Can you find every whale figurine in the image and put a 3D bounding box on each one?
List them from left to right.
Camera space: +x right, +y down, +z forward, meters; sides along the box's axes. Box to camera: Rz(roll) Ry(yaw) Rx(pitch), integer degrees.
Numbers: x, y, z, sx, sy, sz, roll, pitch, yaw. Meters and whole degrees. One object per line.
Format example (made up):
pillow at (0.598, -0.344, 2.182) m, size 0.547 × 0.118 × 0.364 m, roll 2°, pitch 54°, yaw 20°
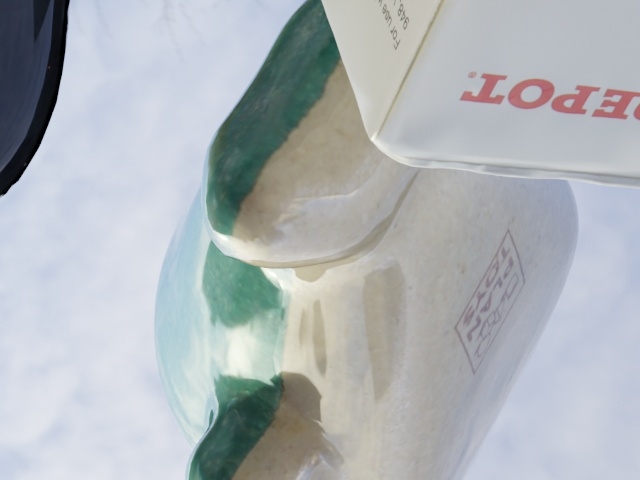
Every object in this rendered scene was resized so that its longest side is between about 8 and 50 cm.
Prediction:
whale figurine at (0.000, 0.000, 0.537) m, size 0.141 × 0.272 × 0.216 m, roll 25°, pitch -106°, yaw 20°

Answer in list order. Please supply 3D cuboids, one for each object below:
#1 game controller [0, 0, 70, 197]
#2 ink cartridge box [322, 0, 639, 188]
game controller at (-0.207, -0.084, 0.292) m, size 0.319 × 0.166 × 0.067 m, roll 5°, pitch -150°, yaw -7°
ink cartridge box at (0.101, -0.112, 0.334) m, size 0.208 × 0.153 × 0.087 m, roll 116°, pitch -31°, yaw -41°
